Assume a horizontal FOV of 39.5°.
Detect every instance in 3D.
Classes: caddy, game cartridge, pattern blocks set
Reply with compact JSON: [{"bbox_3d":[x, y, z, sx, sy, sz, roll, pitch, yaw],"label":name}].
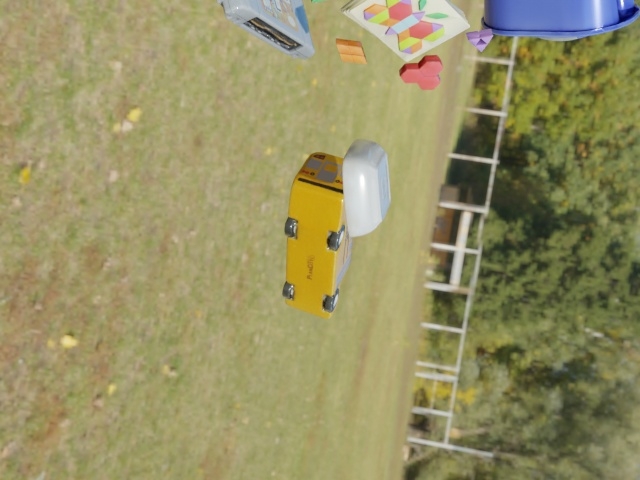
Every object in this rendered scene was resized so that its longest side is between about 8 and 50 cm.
[{"bbox_3d":[0.511,-0.518,1.923,0.241,0.341,0.179,-40,129,-42],"label":"caddy"},{"bbox_3d":[-0.109,-0.462,1.636,0.297,0.062,0.198,10,67,-64],"label":"game cartridge"},{"bbox_3d":[0.144,-0.371,1.484,0.285,0.325,0.026,-37,-134,44],"label":"pattern blocks set"}]

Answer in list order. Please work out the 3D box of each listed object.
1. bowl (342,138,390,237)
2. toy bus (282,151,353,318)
[{"bbox_3d":[0.077,-0.087,1.429,0.142,0.053,0.142,-59,145,-63],"label":"bowl"},{"bbox_3d":[0.000,0.000,1.736,0.332,0.108,0.130,94,18,-45],"label":"toy bus"}]
